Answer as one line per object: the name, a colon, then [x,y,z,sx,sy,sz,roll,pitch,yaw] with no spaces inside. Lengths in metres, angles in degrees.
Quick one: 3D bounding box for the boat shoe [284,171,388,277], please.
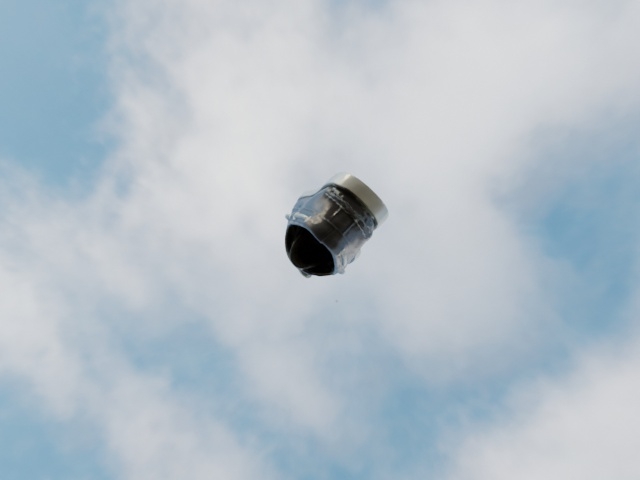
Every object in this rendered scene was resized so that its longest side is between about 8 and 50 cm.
boat shoe: [0.000,0.000,0.622,0.046,0.125,0.038,45,-106,-4]
